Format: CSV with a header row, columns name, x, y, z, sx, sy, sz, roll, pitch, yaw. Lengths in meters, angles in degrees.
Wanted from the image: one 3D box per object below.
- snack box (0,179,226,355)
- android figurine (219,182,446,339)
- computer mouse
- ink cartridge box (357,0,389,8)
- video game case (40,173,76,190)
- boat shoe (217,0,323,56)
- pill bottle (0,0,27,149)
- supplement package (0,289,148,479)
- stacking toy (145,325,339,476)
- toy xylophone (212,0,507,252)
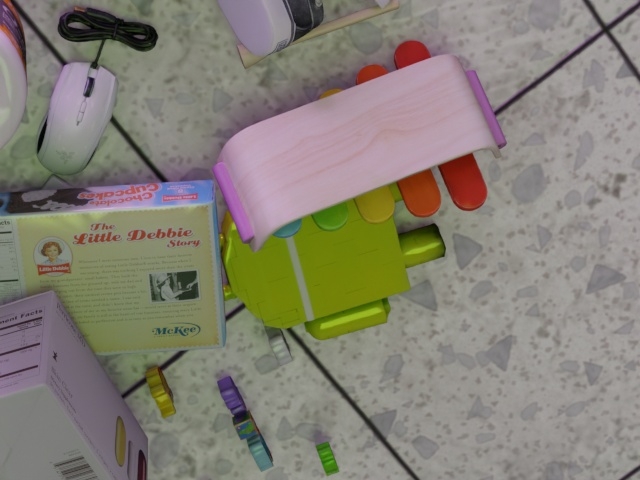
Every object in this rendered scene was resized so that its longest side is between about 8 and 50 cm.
name,x,y,z,sx,sy,sz,roll,pitch,yaw
snack box,-0.269,0.036,1.949,0.321,0.060,0.187,-3,119,-2
android figurine,0.000,0.000,2.022,0.272,0.056,0.248,-18,112,-3
computer mouse,-0.253,-0.154,1.926,0.106,0.042,0.193,15,107,-16
ink cartridge box,0.045,-0.292,1.923,0.083,0.028,0.048,46,62,-21
video game case,-0.286,0.025,2.001,0.143,0.019,0.157,33,102,-19
boat shoe,-0.082,-0.348,1.859,0.102,0.108,0.301,-32,102,-32
pill bottle,-0.373,-0.183,1.767,0.162,0.278,0.162,-3,111,-8
supplement package,-0.330,0.215,1.941,0.204,0.145,0.262,-17,131,10
stacking toy,-0.089,0.216,2.094,0.167,0.052,0.221,-23,114,1
toy xylophone,0.037,-0.126,1.932,0.322,0.081,0.236,-13,76,-5
